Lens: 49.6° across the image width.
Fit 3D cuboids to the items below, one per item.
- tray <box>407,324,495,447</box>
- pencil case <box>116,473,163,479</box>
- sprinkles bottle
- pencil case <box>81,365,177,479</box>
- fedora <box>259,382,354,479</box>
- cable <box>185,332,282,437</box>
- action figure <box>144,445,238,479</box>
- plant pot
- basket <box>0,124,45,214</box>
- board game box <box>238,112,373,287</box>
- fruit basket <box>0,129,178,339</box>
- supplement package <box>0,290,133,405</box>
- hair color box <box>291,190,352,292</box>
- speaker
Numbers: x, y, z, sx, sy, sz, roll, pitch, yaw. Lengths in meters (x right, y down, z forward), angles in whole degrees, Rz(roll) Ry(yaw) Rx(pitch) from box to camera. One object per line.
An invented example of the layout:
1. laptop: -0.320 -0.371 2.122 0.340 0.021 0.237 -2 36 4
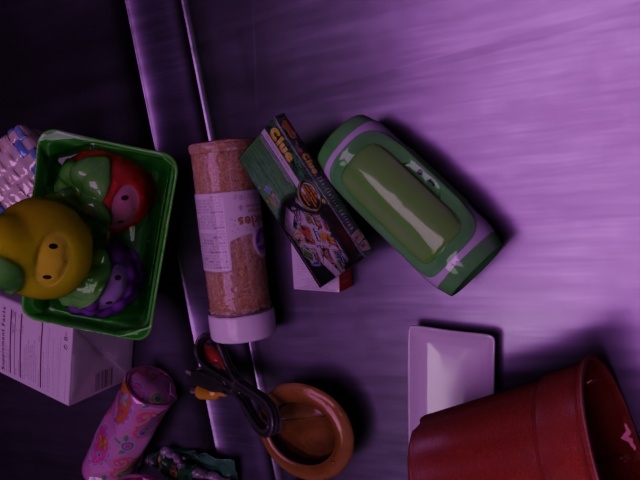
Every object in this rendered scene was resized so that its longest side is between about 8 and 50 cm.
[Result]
1. tray: 0.214 0.273 1.125 0.145 0.030 0.271 4 101 30
2. pencil case: -0.368 0.665 1.412 0.160 0.167 0.387 43 133 51
3. sprinkles bottle: -0.157 0.000 1.235 0.121 0.121 0.356 -2 97 30
4. pencil case: -0.401 0.396 1.450 0.124 0.124 0.284 39 116 18
5. fedora: -0.017 0.332 1.238 0.194 0.079 0.195 5 101 28
6. cable: -0.155 0.260 1.283 0.287 0.072 0.140 13 94 41
7. action figure: -0.272 0.481 1.424 0.232 0.063 0.137 10 107 32
8. plant pot: 0.281 0.319 0.953 0.265 0.272 0.273 -21 88 30
9. basket: -0.604 -0.084 1.400 0.289 0.254 0.201 -39 80 18
10. board game box: -0.029 -0.060 1.113 0.260 0.030 0.136 58 142 4
11. fruit basket: -0.418 0.001 1.218 0.282 0.392 0.393 12 107 -4
12. supplement package: -0.563 0.197 1.469 0.292 0.177 0.176 15 106 27
13. hair color box: 0.000 0.000 1.186 0.093 0.053 0.168 2 101 29
14. speaker: 0.132 -0.057 1.059 0.296 0.131 0.131 46 117 15
